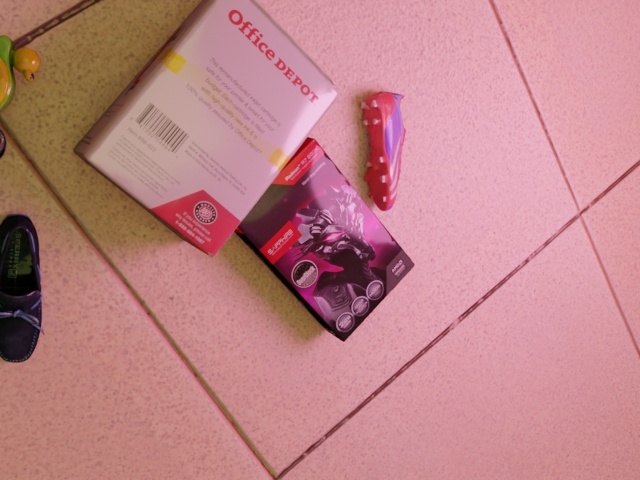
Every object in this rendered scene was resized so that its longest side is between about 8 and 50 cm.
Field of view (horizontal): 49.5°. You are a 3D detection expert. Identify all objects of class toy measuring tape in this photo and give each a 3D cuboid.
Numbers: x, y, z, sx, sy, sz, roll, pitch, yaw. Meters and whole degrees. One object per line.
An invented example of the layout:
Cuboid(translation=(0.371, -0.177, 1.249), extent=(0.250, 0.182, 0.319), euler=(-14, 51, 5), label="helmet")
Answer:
Cuboid(translation=(-0.597, -0.230, 1.069), extent=(0.330, 0.121, 0.121), euler=(-17, 107, -14), label="toy measuring tape")

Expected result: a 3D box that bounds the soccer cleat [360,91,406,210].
Cuboid(translation=(0.144, -0.186, 1.454), extent=(0.095, 0.083, 0.248), euler=(-13, 102, -28), label="soccer cleat")

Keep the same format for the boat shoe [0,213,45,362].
Cuboid(translation=(-0.523, 0.087, 1.170), extent=(0.109, 0.089, 0.258), euler=(-7, 103, -25), label="boat shoe")

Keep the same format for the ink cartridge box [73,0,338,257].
Cuboid(translation=(-0.196, -0.211, 1.234), extent=(0.279, 0.160, 0.384), euler=(42, 80, -27), label="ink cartridge box")

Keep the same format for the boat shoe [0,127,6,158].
Cuboid(translation=(-0.638, -0.108, 1.068), extent=(0.306, 0.105, 0.113), euler=(-19, 107, -22), label="boat shoe")

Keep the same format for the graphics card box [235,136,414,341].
Cuboid(translation=(0.000, 0.000, 1.409), extent=(0.233, 0.094, 0.371), euler=(-45, 116, -12), label="graphics card box")
